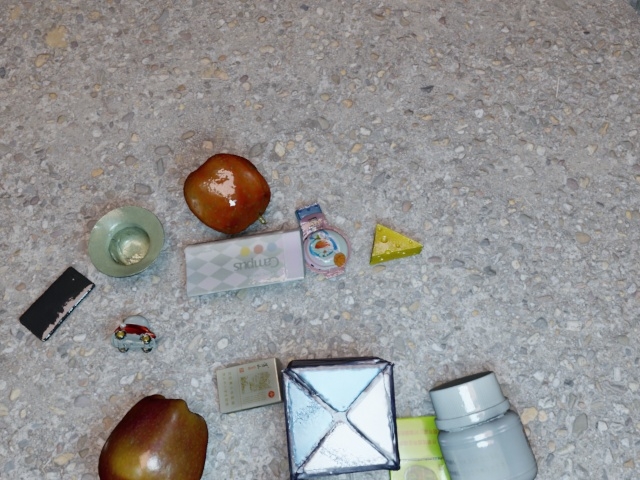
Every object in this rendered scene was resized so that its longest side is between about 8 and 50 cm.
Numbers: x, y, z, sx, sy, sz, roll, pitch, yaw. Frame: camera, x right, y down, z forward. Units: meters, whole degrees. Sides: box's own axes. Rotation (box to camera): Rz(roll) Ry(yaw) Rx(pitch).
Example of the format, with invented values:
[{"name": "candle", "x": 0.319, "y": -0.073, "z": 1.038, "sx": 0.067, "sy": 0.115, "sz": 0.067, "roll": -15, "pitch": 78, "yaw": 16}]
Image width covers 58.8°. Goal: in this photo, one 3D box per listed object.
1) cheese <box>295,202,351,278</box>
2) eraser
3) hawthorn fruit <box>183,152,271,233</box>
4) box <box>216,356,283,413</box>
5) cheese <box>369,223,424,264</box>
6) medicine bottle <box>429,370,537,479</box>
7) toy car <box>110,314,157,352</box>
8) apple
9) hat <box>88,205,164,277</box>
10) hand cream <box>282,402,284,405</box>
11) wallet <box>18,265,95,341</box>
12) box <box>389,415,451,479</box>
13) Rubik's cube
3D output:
[{"name": "cheese", "x": 0.000, "y": 0.000, "z": 1.966, "sx": 0.189, "sy": 0.074, "sz": 0.286, "roll": -18, "pitch": 68, "yaw": -9}, {"name": "eraser", "x": -0.252, "y": 0.069, "z": 1.905, "sx": 0.397, "sy": 0.082, "sz": 0.213, "roll": -9, "pitch": 69, "yaw": 5}, {"name": "hawthorn fruit", "x": -0.302, "y": -0.150, "z": 1.933, "sx": 0.300, "sy": 0.275, "sz": 0.275, "roll": 40, "pitch": 73, "yaw": 0}, {"name": "box", "x": -0.217, "y": 0.453, "z": 1.766, "sx": 0.201, "sy": 0.058, "sz": 0.141, "roll": -16, "pitch": 67, "yaw": 9}, {"name": "cheese", "x": 0.264, "y": 0.024, "z": 1.947, "sx": 0.171, "sy": 0.093, "sz": 0.126, "roll": 9, "pitch": 68, "yaw": 2}, {"name": "medicine bottle", "x": 0.456, "y": 0.551, "z": 1.630, "sx": 0.245, "sy": 0.245, "sz": 0.306, "roll": -17, "pitch": 79, "yaw": -7}, {"name": "toy car", "x": -0.597, "y": 0.296, "z": 1.836, "sx": 0.139, "sy": 0.112, "sz": 0.112, "roll": 7, "pitch": 52, "yaw": -8}, {"name": "apple", "x": -0.469, "y": 0.611, "z": 1.612, "sx": 0.288, "sy": 0.288, "sz": 0.317, "roll": 15, "pitch": 56, "yaw": 6}, {"name": "hat", "x": -0.640, "y": 0.025, "z": 1.923, "sx": 0.257, "sy": 0.130, "sz": 0.257, "roll": 0, "pitch": 67, "yaw": 0}, {"name": "hand cream", "x": -0.039, "y": 0.511, "z": 1.775, "sx": 0.194, "sy": 0.042, "sz": 0.067, "roll": 10, "pitch": 63, "yaw": 2}, {"name": "wallet", "x": -0.882, "y": 0.210, "z": 1.904, "sx": 0.124, "sy": 0.025, "sz": 0.244, "roll": 34, "pitch": 71, "yaw": 13}, {"name": "box", "x": 0.298, "y": 0.702, "z": 1.694, "sx": 0.187, "sy": 0.047, "sz": 0.335, "roll": -3, "pitch": 67, "yaw": -2}, {"name": "Rubik's cube", "x": 0.048, "y": 0.491, "z": 1.608, "sx": 0.305, "sy": 0.310, "sz": 0.307, "roll": -3, "pitch": 80, "yaw": -4}]
